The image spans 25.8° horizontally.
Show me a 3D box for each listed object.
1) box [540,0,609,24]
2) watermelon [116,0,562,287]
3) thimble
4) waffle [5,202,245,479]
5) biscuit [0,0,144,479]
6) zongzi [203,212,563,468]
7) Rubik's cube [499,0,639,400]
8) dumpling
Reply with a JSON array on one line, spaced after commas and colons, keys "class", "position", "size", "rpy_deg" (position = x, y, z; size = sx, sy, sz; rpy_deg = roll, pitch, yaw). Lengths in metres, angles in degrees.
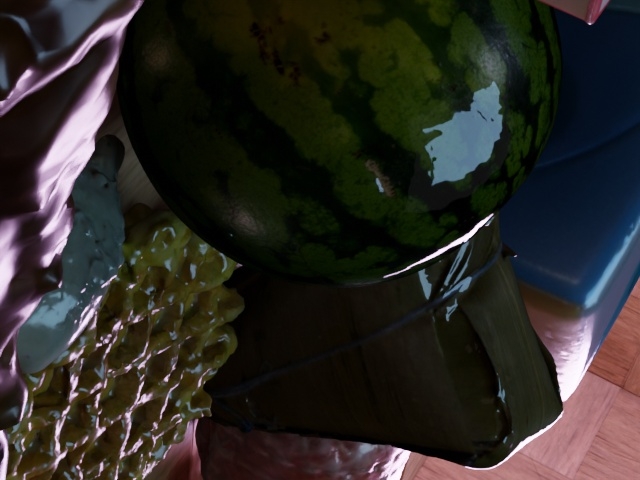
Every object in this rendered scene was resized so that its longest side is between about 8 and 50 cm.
[{"class": "box", "position": [0.099, -0.360, 0.741], "size": [0.314, 0.312, 0.300], "rpy_deg": [-50, 160, -37]}, {"class": "watermelon", "position": [0.009, -0.108, 0.896], "size": [0.285, 0.285, 0.285], "rpy_deg": [-56, 164, -26]}, {"class": "thimble", "position": [-0.011, 0.190, 1.469], "size": [0.239, 0.239, 0.162], "rpy_deg": [-44, 157, -51]}, {"class": "waffle", "position": [-0.165, 0.110, 1.071], "size": [0.325, 0.068, 0.302], "rpy_deg": [-58, 158, -17]}, {"class": "biscuit", "position": [-0.235, 0.027, 0.404], "size": [0.343, 0.166, 0.395], "rpy_deg": [-37, 163, -41]}, {"class": "zongzi", "position": [0.000, 0.000, 1.214], "size": [0.174, 0.356, 0.393], "rpy_deg": [-38, 118, -47]}, {"class": "Rubik's cube", "position": [0.190, -0.075, 1.463], "size": [0.351, 0.352, 0.347], "rpy_deg": [-61, 166, -17]}, {"class": "dumpling", "position": [-0.178, 0.026, 0.858], "size": [0.219, 0.108, 0.152], "rpy_deg": [-50, 160, -35]}]
